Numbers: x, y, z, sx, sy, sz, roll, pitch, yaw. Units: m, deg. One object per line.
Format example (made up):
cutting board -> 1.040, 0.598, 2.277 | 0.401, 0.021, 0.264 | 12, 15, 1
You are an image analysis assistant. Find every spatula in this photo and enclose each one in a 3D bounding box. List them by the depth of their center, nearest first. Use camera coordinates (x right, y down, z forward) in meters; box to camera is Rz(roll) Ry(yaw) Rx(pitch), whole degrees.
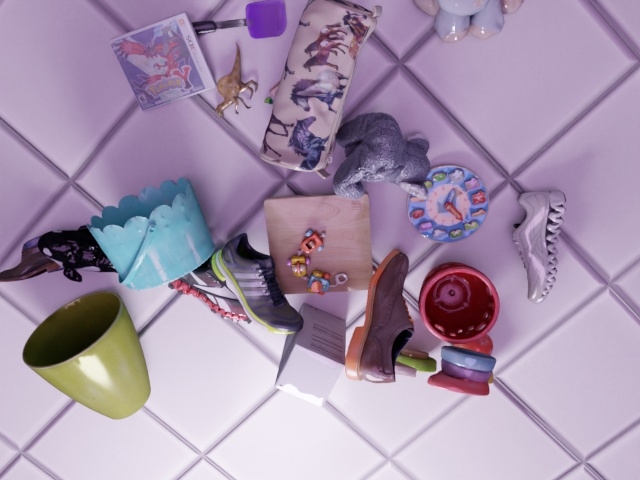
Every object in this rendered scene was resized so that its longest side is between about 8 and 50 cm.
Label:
spatula -> -0.228, -0.508, 1.397 | 0.297, 0.030, 0.084 | -6, 113, 5

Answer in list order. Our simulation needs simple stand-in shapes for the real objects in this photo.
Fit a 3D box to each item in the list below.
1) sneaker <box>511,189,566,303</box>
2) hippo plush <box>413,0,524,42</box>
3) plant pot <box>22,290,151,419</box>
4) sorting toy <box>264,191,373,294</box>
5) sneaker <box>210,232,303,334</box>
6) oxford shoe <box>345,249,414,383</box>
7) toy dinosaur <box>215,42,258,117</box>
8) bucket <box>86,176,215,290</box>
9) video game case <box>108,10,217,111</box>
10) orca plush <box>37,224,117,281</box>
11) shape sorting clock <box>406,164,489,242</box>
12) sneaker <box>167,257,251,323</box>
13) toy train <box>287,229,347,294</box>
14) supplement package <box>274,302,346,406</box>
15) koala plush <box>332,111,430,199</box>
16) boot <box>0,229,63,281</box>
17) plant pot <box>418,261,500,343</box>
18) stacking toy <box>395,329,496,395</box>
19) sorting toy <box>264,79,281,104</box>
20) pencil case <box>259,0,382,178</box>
sneaker -> 0.540, 0.015, 1.496 | 0.119, 0.110, 0.291 | 4, 100, 10
hippo plush -> 0.346, -0.557, 1.243 | 0.235, 0.236, 0.294 | 29, 107, -6
plant pot -> -0.584, 0.335, 1.589 | 0.275, 0.274, 0.293 | -18, 122, 9
sorting toy -> 0.000, 0.000, 1.519 | 0.257, 0.089, 0.255 | -3, 108, 4
sneaker -> -0.148, 0.108, 1.466 | 0.300, 0.111, 0.121 | 45, 124, 11
oxford shoe -> 0.178, 0.186, 1.458 | 0.133, 0.363, 0.130 | 8, 150, 24
toy dinosaur -> -0.202, -0.374, 1.428 | 0.093, 0.053, 0.183 | 21, 108, -2
bucket -> -0.405, -0.016, 1.447 | 0.281, 0.281, 0.183 | -18, 111, 8
video game case -> -0.375, -0.424, 1.416 | 0.202, 0.023, 0.183 | -16, 116, 11
orca plush -> -0.588, 0.046, 1.528 | 0.287, 0.102, 0.151 | 34, 73, -7
shape sorting clock -> 0.323, -0.090, 1.499 | 0.207, 0.040, 0.206 | 1, 108, 3
sneaker -> -0.265, 0.117, 1.565 | 0.276, 0.097, 0.135 | 30, 109, -5
toy train -> -0.011, 0.063, 1.468 | 0.125, 0.046, 0.166 | -31, 104, 12
supplement package -> -0.021, 0.290, 1.533 | 0.134, 0.244, 0.139 | 24, 108, -5
koala plush -> 0.171, -0.189, 1.396 | 0.221, 0.203, 0.196 | 18, 65, -28
boot -> -0.776, 0.046, 1.591 | 0.220, 0.082, 0.106 | -14, 92, 2
plant pot -> 0.338, 0.149, 1.494 | 0.191, 0.174, 0.190 | 0, 95, 4
stacking toy -> 0.312, 0.285, 1.514 | 0.280, 0.309, 0.130 | 11, 89, 15
sorting toy -> -0.096, -0.353, 1.450 | 0.083, 0.012, 0.062 | -38, 103, 13
pencil case -> 0.000, -0.356, 1.364 | 0.184, 0.160, 0.410 | 21, 107, 6
